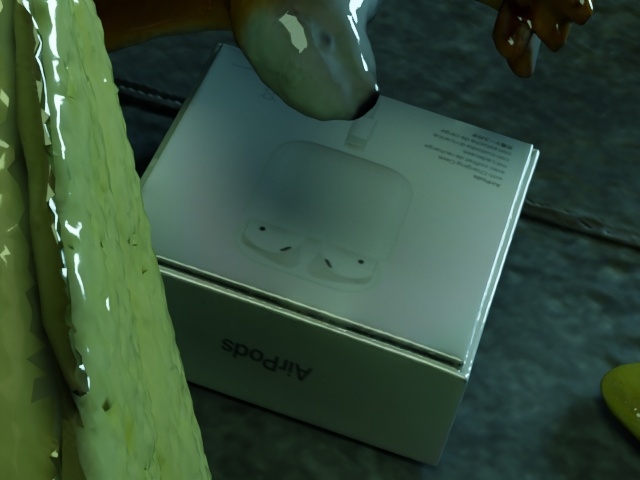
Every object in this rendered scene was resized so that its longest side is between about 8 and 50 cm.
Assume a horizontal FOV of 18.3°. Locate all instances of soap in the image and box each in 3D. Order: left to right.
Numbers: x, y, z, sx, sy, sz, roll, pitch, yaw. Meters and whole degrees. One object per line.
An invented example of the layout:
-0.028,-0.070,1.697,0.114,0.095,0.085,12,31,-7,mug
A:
0.131,0.074,0.697,0.034,0.012,0.089,-17,51,-31,soap

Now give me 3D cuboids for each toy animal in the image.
-0.030,-0.153,0.748,0.302,0.225,0.284,27,43,5,toy animal

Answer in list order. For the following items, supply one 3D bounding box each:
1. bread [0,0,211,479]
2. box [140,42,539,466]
-0.213,-0.051,0.483,0.346,0.405,0.242,-3,23,7,bread
0.000,0.000,0.710,0.130,0.051,0.129,18,42,5,box
